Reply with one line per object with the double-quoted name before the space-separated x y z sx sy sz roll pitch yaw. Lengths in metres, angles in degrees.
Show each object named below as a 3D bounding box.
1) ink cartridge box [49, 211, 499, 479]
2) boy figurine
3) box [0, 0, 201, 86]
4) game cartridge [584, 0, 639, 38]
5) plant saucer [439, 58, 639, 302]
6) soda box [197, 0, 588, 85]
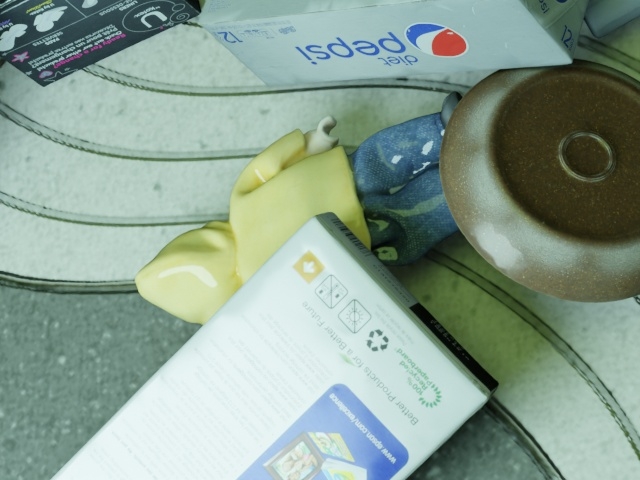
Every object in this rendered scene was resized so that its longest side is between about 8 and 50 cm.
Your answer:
"ink cartridge box" -0.064 0.168 1.331 0.371 0.069 0.176 -45 83 11
"boy figurine" 0.000 0.000 1.392 0.285 0.092 0.177 -26 66 12
"box" -0.221 -0.280 1.539 0.163 0.142 0.247 -23 66 14
"game cartridge" 0.215 -0.323 1.370 0.196 0.060 0.294 -30 91 6
"plant saucer" 0.184 -0.053 1.316 0.198 0.036 0.199 4 64 -8
"soda box" 0.054 -0.183 1.379 0.286 0.098 0.091 -1 62 39
